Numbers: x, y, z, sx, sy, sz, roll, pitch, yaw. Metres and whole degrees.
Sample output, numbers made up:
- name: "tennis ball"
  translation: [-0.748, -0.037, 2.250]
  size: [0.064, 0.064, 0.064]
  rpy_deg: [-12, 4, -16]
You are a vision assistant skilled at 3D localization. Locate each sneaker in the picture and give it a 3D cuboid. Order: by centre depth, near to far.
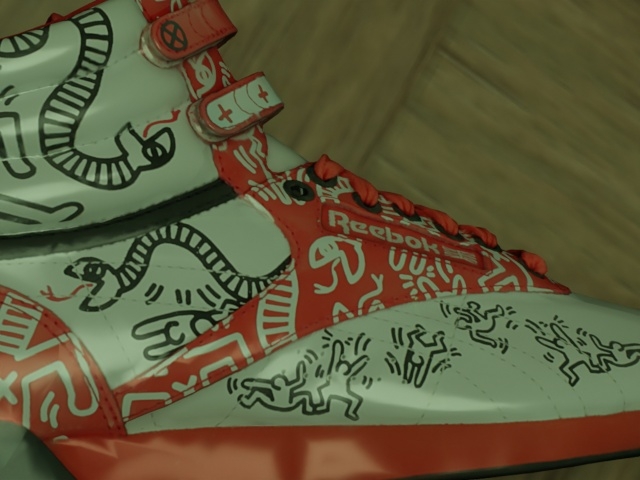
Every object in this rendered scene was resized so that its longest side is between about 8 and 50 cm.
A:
- name: "sneaker"
  translation: [0.000, 0.000, 0.495]
  size: [0.270, 0.090, 0.145]
  rpy_deg: [-4, 82, -20]
